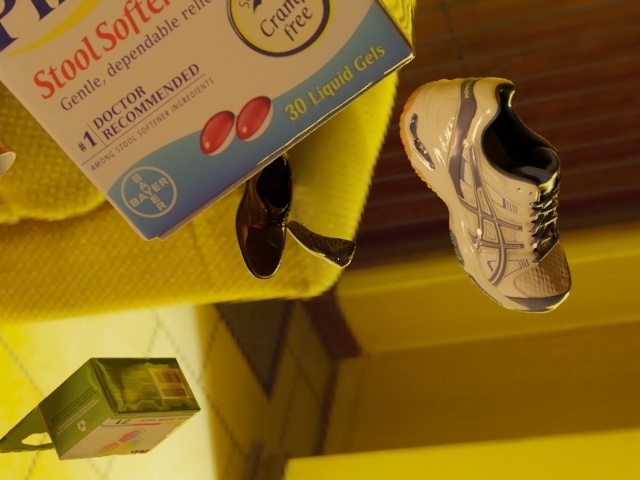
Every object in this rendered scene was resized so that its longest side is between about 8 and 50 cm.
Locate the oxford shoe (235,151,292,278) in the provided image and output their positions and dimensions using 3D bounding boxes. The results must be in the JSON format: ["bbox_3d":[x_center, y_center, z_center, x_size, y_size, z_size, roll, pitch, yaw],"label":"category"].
[{"bbox_3d":[-0.085,-0.041,2.046,0.096,0.082,0.227,-132,-139,-65],"label":"oxford shoe"}]

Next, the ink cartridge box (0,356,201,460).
[{"bbox_3d":[-0.330,0.277,1.897,0.188,0.255,0.097,8,47,-55],"label":"ink cartridge box"}]

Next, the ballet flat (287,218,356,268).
[{"bbox_3d":[0.000,0.000,2.207,0.049,0.173,0.057,-51,133,-9],"label":"ballet flat"}]

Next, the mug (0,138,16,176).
[{"bbox_3d":[-0.460,-0.126,1.548,0.169,0.113,0.150,49,-15,1],"label":"mug"}]

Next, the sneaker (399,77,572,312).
[{"bbox_3d":[0.200,-0.039,1.353,0.296,0.131,0.112,54,52,-25],"label":"sneaker"}]

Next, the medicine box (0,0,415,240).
[{"bbox_3d":[-0.115,-0.197,0.988,0.289,0.263,0.149,49,18,-20],"label":"medicine box"}]
